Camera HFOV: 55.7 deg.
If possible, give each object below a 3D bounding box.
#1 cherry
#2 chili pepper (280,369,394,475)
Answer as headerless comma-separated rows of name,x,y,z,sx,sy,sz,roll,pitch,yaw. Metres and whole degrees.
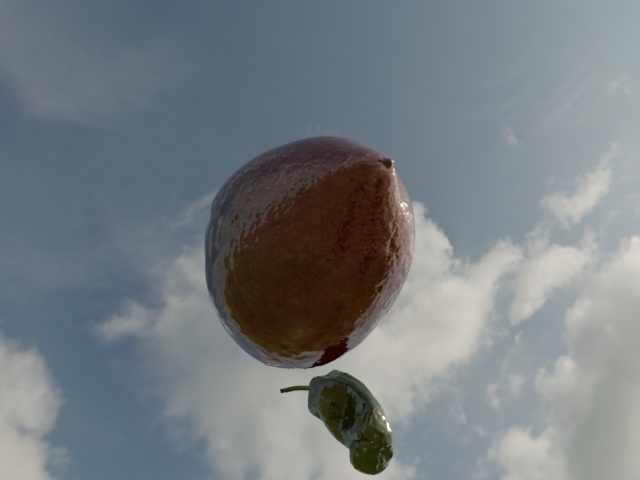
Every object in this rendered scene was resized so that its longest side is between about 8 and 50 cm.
cherry,-0.001,0.007,0.627,0.239,0.239,0.206,-27,-45,14
chili pepper,0.027,0.191,0.708,0.073,0.204,0.072,7,-79,-26
